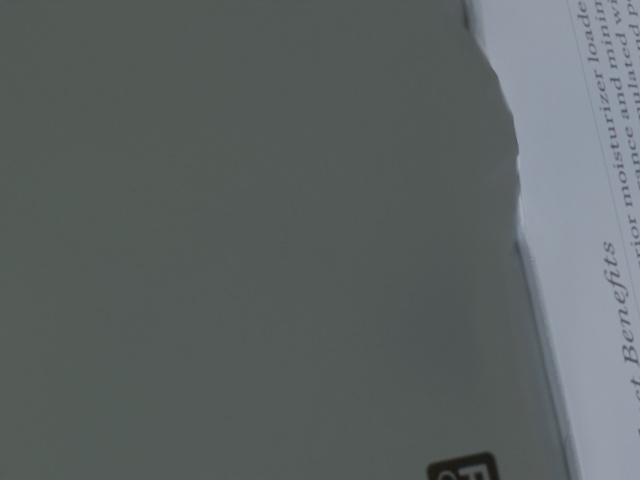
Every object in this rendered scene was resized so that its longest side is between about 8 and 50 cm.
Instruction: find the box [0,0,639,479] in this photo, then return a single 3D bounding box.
[{"bbox_3d":[0.000,0.000,0.409,0.182,0.181,0.119,-18,170,36],"label":"box"}]
